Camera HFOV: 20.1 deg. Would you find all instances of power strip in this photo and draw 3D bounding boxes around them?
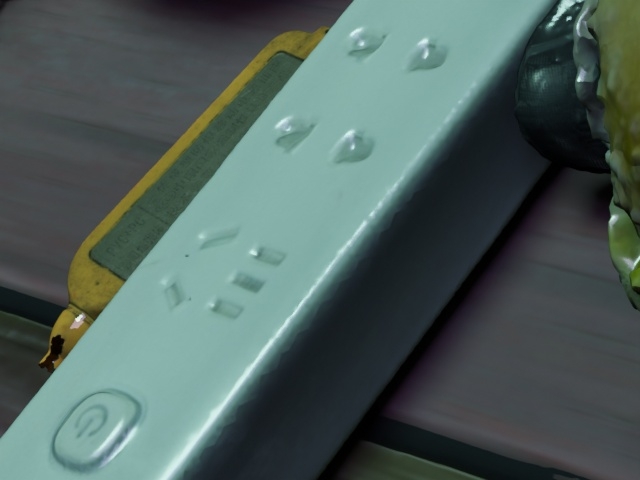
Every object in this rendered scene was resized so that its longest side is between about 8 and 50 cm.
[{"bbox_3d":[-0.047,-0.013,0.712,0.178,0.028,0.049,-48,46,-14],"label":"power strip"},{"bbox_3d":[0.000,0.000,0.650,0.091,0.062,0.385,20,65,44],"label":"power strip"}]

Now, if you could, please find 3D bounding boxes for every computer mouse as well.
[{"bbox_3d":[0.132,-0.059,0.611,0.135,0.079,0.047,-18,27,3],"label":"computer mouse"}]

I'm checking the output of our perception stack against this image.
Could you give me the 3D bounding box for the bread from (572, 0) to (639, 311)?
[{"bbox_3d":[0.179,-0.023,0.471,0.246,0.195,0.176,4,49,35],"label":"bread"}]
